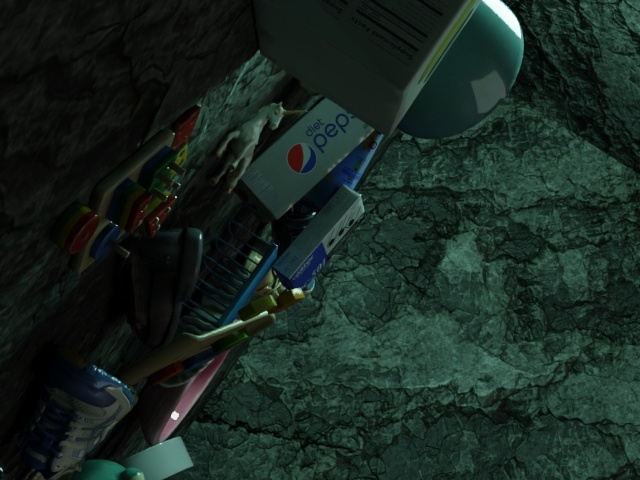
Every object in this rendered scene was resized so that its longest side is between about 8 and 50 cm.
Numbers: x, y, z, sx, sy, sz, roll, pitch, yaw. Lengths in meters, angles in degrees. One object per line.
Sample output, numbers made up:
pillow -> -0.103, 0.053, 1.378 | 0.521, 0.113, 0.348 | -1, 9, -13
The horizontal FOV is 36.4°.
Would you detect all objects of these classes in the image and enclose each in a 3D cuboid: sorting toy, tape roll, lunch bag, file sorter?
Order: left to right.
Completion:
tape roll -> -0.383, 0.494, 2.065 | 0.219, 0.072, 0.219 | -26, 171, -5
sorting toy -> -0.194, -0.038, 1.048 | 0.274, 0.046, 0.132 | -52, 174, -48
sorting toy -> -0.176, 0.170, 1.626 | 0.307, 0.041, 0.229 | -32, 167, 33
file sorter -> -0.166, 0.064, 1.724 | 0.170, 0.105, 0.118 | -56, 175, -14
lunch bag -> 0.030, -0.195, 1.980 | 0.220, 0.138, 0.293 | -60, -176, 16

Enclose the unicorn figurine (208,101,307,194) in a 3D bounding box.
unicorn figurine -> -0.103, -0.133, 1.357 | 0.111, 0.060, 0.162 | -54, -169, -32

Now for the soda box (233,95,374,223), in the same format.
soda box -> -0.006, -0.153, 1.506 | 0.286, 0.091, 0.098 | -43, -172, -13

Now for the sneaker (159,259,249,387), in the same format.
sneaker -> -0.225, 0.175, 1.887 | 0.281, 0.105, 0.115 | -55, 175, -28

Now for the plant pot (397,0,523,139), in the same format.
plant pot -> 0.177, -0.346, 1.692 | 0.195, 0.290, 0.290 | 29, 96, -49

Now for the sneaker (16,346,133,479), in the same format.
sneaker -> -0.320, 0.234, 1.237 | 0.131, 0.112, 0.296 | -54, 174, -27

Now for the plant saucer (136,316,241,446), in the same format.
plant saucer -> -0.295, 0.291, 2.124 | 0.332, 0.084, 0.332 | -56, 175, -7

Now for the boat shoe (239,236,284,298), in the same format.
boat shoe -> -0.122, 0.071, 2.221 | 0.121, 0.110, 0.341 | -57, 176, 3

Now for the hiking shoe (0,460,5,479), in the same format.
hiking shoe -> -0.431, 0.334, 1.007 | 0.304, 0.113, 0.132 | -62, -154, -5

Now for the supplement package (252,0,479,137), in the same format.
supplement package -> 0.078, -0.298, 1.125 | 0.262, 0.198, 0.199 | -56, 176, -7

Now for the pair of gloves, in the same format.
pair of gloves -> -0.378, 0.328, 1.553 | 0.240, 0.042, 0.204 | -45, 173, -17

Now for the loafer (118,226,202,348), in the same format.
loafer -> -0.226, 0.059, 1.297 | 0.302, 0.095, 0.109 | 125, -29, -59

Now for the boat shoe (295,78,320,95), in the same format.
boat shoe -> 0.030, -0.297, 1.509 | 0.178, 0.064, 0.060 | -51, 176, -29

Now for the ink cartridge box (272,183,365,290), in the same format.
ink cartridge box -> 0.000, 0.000, 1.815 | 0.207, 0.046, 0.097 | -49, 159, -13

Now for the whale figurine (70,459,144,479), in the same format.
whale figurine -> -0.407, 0.443, 1.661 | 0.216, 0.141, 0.272 | -35, 165, -10

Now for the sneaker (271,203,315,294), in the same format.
sneaker -> -0.046, -0.011, 2.089 | 0.163, 0.086, 0.226 | 119, -38, -51
